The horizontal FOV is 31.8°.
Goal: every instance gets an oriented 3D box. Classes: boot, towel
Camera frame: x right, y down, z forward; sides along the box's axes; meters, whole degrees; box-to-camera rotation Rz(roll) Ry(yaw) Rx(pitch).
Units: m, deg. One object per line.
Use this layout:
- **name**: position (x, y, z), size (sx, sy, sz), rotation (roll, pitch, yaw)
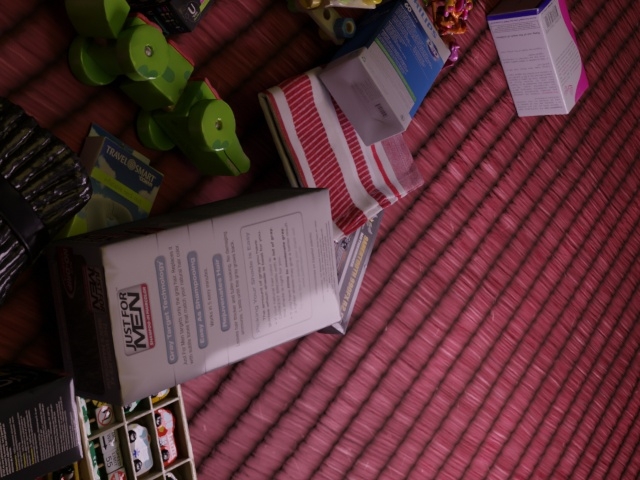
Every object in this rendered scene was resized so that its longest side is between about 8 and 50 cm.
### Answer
- **boot**: position (-0.400, -0.059, 1.123), size (0.260, 0.131, 0.348), rotation (-59, 143, -21)
- **towel**: position (0.040, -0.146, 1.657), size (0.329, 0.037, 0.237), rotation (-34, 104, -56)

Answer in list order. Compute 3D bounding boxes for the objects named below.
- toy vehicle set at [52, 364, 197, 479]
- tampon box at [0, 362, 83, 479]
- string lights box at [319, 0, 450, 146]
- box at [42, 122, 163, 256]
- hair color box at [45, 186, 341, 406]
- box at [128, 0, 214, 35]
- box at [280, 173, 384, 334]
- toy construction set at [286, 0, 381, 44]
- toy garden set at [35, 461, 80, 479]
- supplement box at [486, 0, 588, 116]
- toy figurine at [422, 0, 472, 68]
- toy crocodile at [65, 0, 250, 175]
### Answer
- **toy vehicle set**: position (-0.237, 0.261, 1.411), size (0.166, 0.035, 0.266), rotation (-22, 108, -48)
- **tampon box**: position (-0.356, 0.204, 1.198), size (0.161, 0.121, 0.101), rotation (-16, 104, -49)
- **string lights box**: position (0.105, -0.269, 1.706), size (0.133, 0.077, 0.259), rotation (55, 37, -19)
- **box**: position (-0.260, -0.042, 1.369), size (0.109, 0.042, 0.178), rotation (36, 65, -45)
- **hair color box**: position (-0.142, 0.055, 1.387), size (0.375, 0.114, 0.185), rotation (-17, 105, -46)
- **box**: position (-0.189, -0.296, 1.412), size (0.052, 0.083, 0.062), rotation (52, 53, -37)
- **box**: position (0.000, 0.000, 1.672), size (0.183, 0.056, 0.231), rotation (38, 63, -44)
- **toy construction set**: position (-0.038, -0.412, 1.555), size (0.328, 0.151, 0.214), rotation (11, 83, -61)
- **toy garden set**: position (-0.340, 0.366, 1.280), size (0.204, 0.049, 0.244), rotation (-20, 107, -48)
- **supplement box**: position (0.411, -0.355, 2.114), size (0.111, 0.114, 0.220), rotation (-48, 125, -39)
- **toy figurine**: position (0.201, -0.354, 1.839), size (0.130, 0.173, 0.159), rotation (-16, 117, -25)
- **toy crocodile**: position (-0.195, -0.196, 1.384), size (0.340, 0.115, 0.105), rotation (48, 55, -40)
